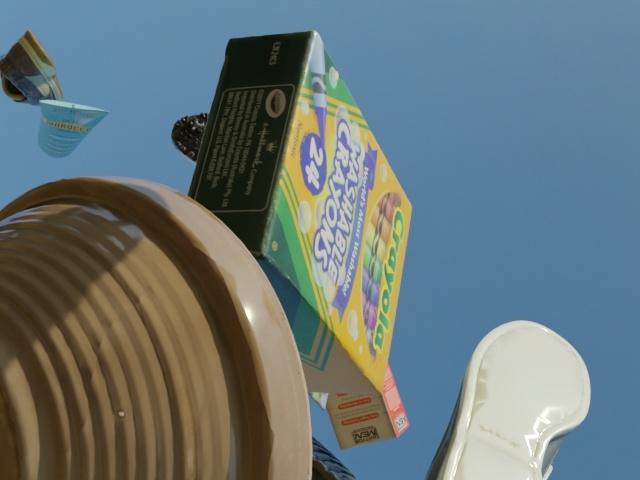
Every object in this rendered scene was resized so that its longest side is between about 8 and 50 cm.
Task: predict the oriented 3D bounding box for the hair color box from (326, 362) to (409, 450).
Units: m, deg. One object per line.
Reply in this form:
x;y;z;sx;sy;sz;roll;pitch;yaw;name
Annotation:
0.037;0.148;1.131;0.072;0.043;0.141;-18;-90;25;hair color box

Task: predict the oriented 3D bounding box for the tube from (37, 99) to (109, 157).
-0.318;-0.147;1.310;0.080;0.207;0.052;2;-96;-19;tube

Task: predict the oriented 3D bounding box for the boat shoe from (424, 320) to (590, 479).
0.155;0.182;0.933;0.116;0.319;0.099;32;-54;6;boat shoe

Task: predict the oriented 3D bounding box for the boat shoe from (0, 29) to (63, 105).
-0.404;-0.225;1.437;0.073;0.223;0.080;-32;-89;-12;boat shoe

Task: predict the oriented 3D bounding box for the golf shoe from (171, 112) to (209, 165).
-0.099;-0.094;1.262;0.094;0.198;0.077;-23;-123;54;golf shoe

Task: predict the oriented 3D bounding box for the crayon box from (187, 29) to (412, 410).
0.000;0.000;0.912;0.083;0.323;0.203;-1;-119;22;crayon box

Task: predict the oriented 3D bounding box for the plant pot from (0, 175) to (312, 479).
-0.129;0.088;0.473;0.237;0.109;0.237;1;-89;37;plant pot

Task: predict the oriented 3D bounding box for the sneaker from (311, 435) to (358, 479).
-0.125;0.145;0.726;0.330;0.122;0.146;22;-104;27;sneaker
